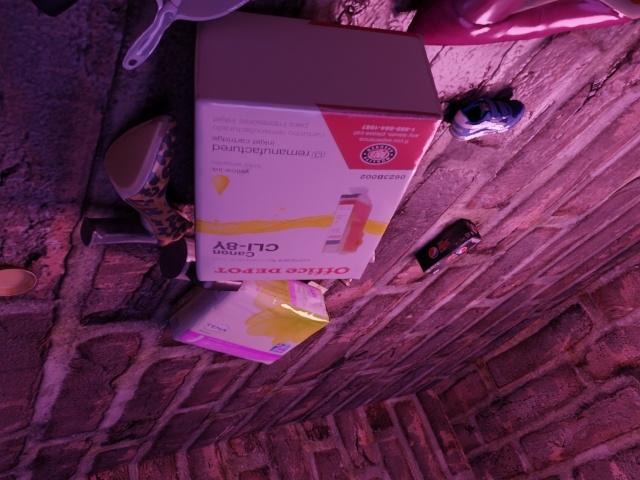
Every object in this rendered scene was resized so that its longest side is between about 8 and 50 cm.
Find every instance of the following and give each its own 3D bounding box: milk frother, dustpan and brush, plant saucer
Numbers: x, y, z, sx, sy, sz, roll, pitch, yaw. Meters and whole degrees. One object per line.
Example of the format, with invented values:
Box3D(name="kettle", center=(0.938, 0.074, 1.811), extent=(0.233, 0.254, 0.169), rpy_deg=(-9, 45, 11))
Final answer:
Box3D(name="milk frother", center=(-0.195, 0.015, 0.995), extent=(0.134, 0.129, 0.143), rpy_deg=(14, 92, -49))
Box3D(name="dustpan and brush", center=(-0.141, -0.264, 0.562), extent=(0.211, 0.060, 0.147), rpy_deg=(-36, 150, 22))
Box3D(name="plant saucer", center=(-0.520, 0.065, 0.905), extent=(0.083, 0.015, 0.083), rpy_deg=(-18, 152, -10))

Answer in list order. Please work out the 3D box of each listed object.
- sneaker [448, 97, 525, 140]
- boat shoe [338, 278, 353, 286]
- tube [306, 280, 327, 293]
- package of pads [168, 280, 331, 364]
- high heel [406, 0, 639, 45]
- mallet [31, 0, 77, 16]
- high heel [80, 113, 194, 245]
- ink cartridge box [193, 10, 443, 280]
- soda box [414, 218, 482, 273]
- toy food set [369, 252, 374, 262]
Box3D(name="sneaker", center=(0.302, -0.224, 0.969), extent=(0.144, 0.053, 0.059), rpy_deg=(-20, 150, -7))
Box3D(name="boat shoe", center=(0.040, 0.039, 1.143), extent=(0.060, 0.178, 0.064), rpy_deg=(-45, 110, 6))
Box3D(name="tube", center=(-0.098, 0.176, 1.376), extent=(0.240, 0.062, 0.070), rpy_deg=(-34, -168, 14))
Box3D(name="package of pads", center=(-0.148, 0.162, 1.207), extent=(0.296, 0.101, 0.229), rpy_deg=(25, 127, -40))
Box3D(name="high heel", center=(0.301, -0.337, 0.763), extent=(0.377, 0.127, 0.181), rpy_deg=(-9, 178, -32))
Box3D(name="mallet", center=(-0.295, -0.270, 0.473), extent=(0.062, 0.039, 0.189), rpy_deg=(-34, 146, 24))
Box3D(name="high heel", center=(-0.224, -0.086, 0.808), extent=(0.186, 0.093, 0.261), rpy_deg=(-6, 147, -50))
Box3D(name="ink cartridge box", center=(-0.036, -0.098, 0.767), extent=(0.279, 0.160, 0.385), rpy_deg=(1, 148, -12))
Box3D(name="soda box", center=(0.328, 0.018, 1.402), extent=(0.053, 0.060, 0.169), rpy_deg=(11, 138, -45))
Box3D(name="toy food set", center=(0.000, 0.000, 1.027), extent=(0.217, 0.071, 0.128), rpy_deg=(6, 123, 1))
